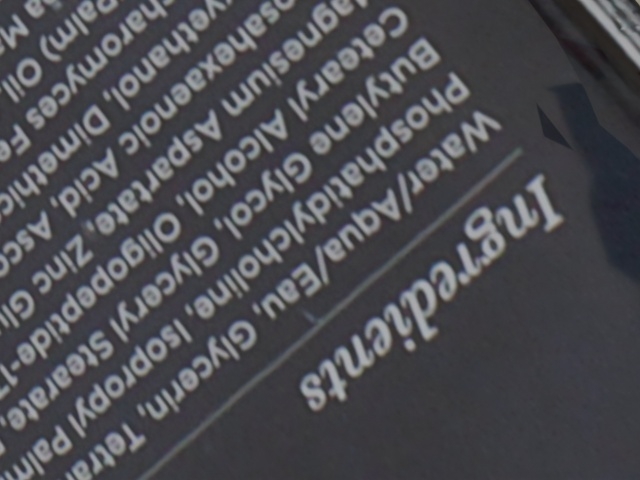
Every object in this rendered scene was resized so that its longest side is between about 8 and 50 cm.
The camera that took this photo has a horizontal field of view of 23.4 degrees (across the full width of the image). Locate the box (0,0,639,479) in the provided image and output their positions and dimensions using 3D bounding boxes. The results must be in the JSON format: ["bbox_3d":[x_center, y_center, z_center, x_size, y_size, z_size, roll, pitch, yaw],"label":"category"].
[{"bbox_3d":[0.000,0.000,0.597,0.297,0.472,0.480,-43,166,12],"label":"box"}]
